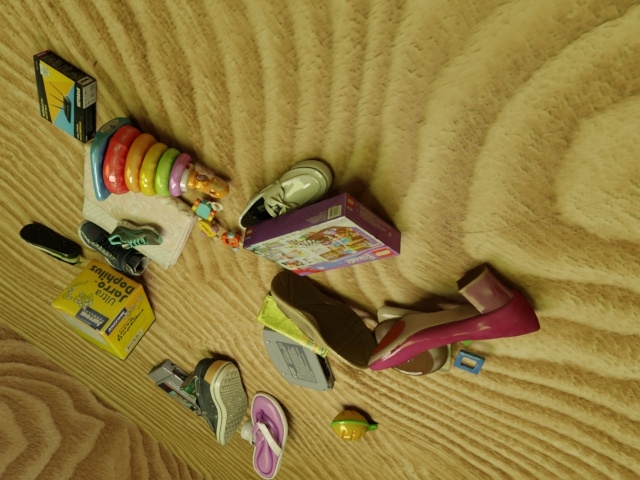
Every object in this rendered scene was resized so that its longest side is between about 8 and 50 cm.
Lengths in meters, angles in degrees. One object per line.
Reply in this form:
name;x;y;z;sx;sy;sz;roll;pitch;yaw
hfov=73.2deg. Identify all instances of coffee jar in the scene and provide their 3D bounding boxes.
coffee jar;-0.519;0.670;1.898;0.079;0.096;0.184;-20;118;43

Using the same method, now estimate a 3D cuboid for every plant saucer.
plant saucer;0.220;0.285;1.101;0.198;0.036;0.199;16;132;18

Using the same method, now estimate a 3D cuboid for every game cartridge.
game cartridge;-0.077;0.379;1.412;0.196;0.060;0.294;1;130;23
game cartridge;-0.630;0.704;2.022;0.355;0.068;0.230;43;132;-13

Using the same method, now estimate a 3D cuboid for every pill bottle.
pill bottle;-0.254;0.869;1.925;0.186;0.112;0.112;7;133;24

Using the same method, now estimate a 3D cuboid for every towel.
towel;-0.532;-0.082;1.233;0.332;0.053;0.317;35;137;-6
towel;-0.069;0.248;1.267;0.237;0.021;0.102;26;100;5

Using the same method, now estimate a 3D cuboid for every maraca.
maraca;0.120;0.663;1.538;0.185;0.099;0.127;25;141;-32

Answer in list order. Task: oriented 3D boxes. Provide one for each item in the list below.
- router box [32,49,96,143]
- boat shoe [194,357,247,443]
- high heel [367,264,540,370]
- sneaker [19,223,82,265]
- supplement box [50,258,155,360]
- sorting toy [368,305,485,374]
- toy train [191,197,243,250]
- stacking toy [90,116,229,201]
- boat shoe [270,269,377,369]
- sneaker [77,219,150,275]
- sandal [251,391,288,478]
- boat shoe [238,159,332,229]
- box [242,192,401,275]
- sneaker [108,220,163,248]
router box;-0.611;-0.340;1.039;0.133;0.046;0.179;32;138;-1
boat shoe;-0.414;0.658;1.774;0.156;0.187;0.500;18;131;21
high heel;0.281;0.228;0.958;0.181;0.127;0.377;45;119;-3
sneaker;-0.975;0.027;1.558;0.234;0.084;0.097;28;139;3
supplement box;-0.739;0.254;1.513;0.194;0.195;0.356;28;149;3
sorting toy;0.245;0.249;1.116;0.347;0.047;0.196;7;128;24
toy train;-0.262;-0.050;1.120;0.125;0.046;0.166;8;136;21
stacking toy;-0.360;-0.159;1.010;0.301;0.175;0.166;16;128;-2
boat shoe;0.006;0.216;1.155;0.341;0.121;0.110;41;152;15
sneaker;-0.639;0.027;1.354;0.163;0.086;0.226;12;147;34
sandal;-0.224;0.827;1.776;0.169;0.102;0.416;7;108;22
boat shoe;-0.088;-0.090;0.950;0.267;0.088;0.096;-17;120;39
box;0.000;0.000;0.950;0.293;0.057;0.201;-15;148;38
sneaker;-0.520;-0.003;1.208;0.166;0.076;0.065;9;136;21
